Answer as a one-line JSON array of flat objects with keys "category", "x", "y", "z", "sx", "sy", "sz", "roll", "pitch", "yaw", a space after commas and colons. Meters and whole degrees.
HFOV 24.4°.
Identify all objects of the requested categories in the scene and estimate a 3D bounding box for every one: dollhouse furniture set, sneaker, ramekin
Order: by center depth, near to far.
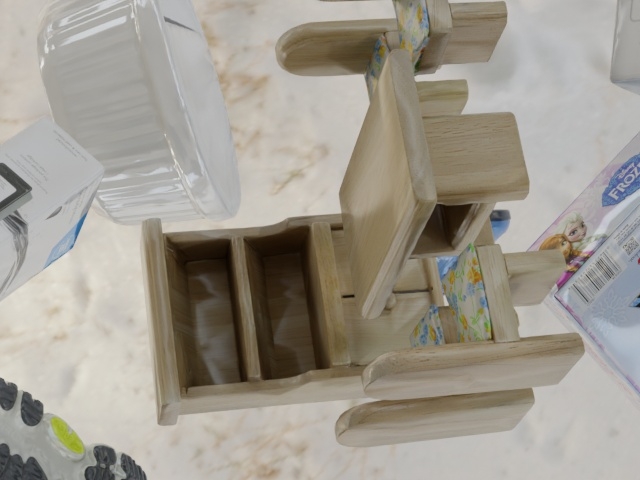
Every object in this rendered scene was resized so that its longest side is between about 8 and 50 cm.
[{"category": "dollhouse furniture set", "x": 0.000, "y": 0.000, "z": 0.732, "sx": 0.242, "sy": 0.161, "sz": 0.212, "roll": 110, "pitch": 154, "yaw": -65}, {"category": "sneaker", "x": -0.216, "y": 0.194, "z": 1.125, "sx": 0.110, "sy": 0.107, "sz": 0.275, "roll": -18, "pitch": 128, "yaw": 32}, {"category": "ramekin", "x": -0.174, "y": -0.138, "z": 1.416, "sx": 0.127, "sy": 0.273, "sz": 0.272, "roll": -15, "pitch": 100, "yaw": 5}, {"category": "sneaker", "x": 0.149, "y": 0.018, "z": 1.618, "sx": 0.209, "sy": 0.069, "sz": 0.082, "roll": 150, "pitch": 118, "yaw": -62}]

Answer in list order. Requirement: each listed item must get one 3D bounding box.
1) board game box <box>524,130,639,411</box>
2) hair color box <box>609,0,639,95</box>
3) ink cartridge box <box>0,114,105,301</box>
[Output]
[{"category": "board game box", "x": 0.370, "y": 0.009, "z": 1.327, "sx": 0.318, "sy": 0.318, "sz": 0.066, "roll": -46, "pitch": 37, "yaw": -2}, {"category": "hair color box", "x": 0.410, "y": -0.332, "z": 1.474, "sx": 0.185, "sy": 0.114, "sz": 0.374, "roll": -1, "pitch": 80, "yaw": 46}, {"category": "ink cartridge box", "x": -0.108, "y": 0.003, "z": 0.453, "sx": 0.028, "sy": 0.083, "sz": 0.048, "roll": 42, "pitch": 141, "yaw": 8}]
